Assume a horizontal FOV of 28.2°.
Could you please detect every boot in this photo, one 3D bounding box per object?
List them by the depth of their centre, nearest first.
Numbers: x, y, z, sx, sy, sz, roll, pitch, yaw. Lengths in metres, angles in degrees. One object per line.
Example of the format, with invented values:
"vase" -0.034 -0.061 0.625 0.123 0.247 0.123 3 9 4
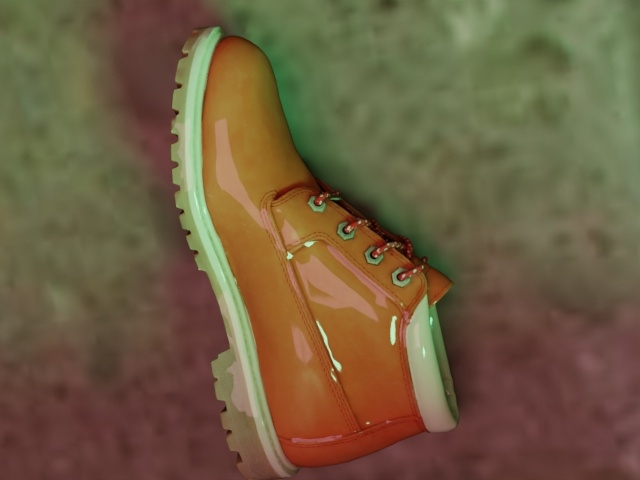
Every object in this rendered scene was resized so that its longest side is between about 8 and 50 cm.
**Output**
"boot" 0.000 0.000 0.433 0.084 0.059 0.158 -11 101 16
